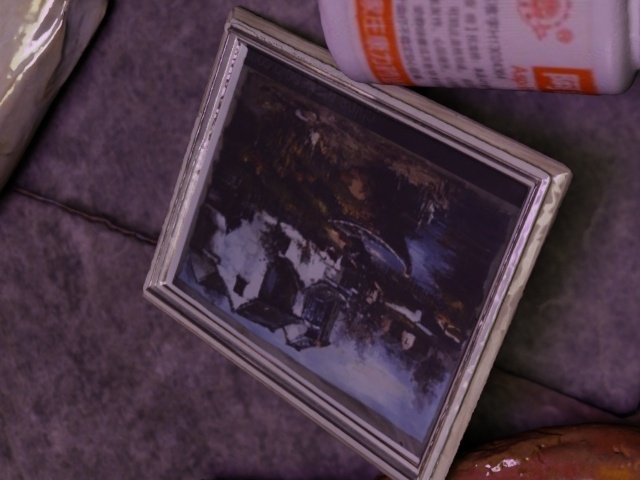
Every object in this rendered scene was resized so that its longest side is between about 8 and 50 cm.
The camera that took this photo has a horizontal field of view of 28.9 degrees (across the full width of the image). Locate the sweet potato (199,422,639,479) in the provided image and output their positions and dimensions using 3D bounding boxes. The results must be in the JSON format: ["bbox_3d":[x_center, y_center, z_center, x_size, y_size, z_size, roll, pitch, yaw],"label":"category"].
[{"bbox_3d":[0.071,0.188,0.818,0.385,0.109,0.109,-13,93,26],"label":"sweet potato"}]

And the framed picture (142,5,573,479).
[{"bbox_3d":[0.000,0.000,0.811,0.296,0.019,0.232,31,109,36],"label":"framed picture"}]

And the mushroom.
[{"bbox_3d":[-0.273,-0.079,0.935,0.100,0.081,0.312,38,110,7],"label":"mushroom"}]

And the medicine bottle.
[{"bbox_3d":[0.135,-0.155,0.709,0.252,0.144,0.144,3,100,21],"label":"medicine bottle"}]
